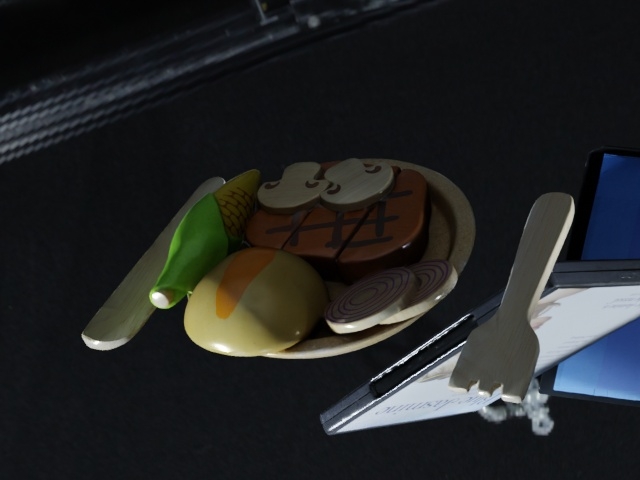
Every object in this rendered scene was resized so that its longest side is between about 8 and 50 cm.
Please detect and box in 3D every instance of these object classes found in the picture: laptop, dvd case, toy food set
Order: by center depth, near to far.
[{"bbox_3d":[0.000,0.000,0.404,0.192,0.038,0.132,3,-138,27],"label":"toy food set"},{"bbox_3d":[0.320,0.072,0.740,0.136,0.234,0.264,-11,-150,-28],"label":"laptop"},{"bbox_3d":[0.138,0.082,0.744,0.253,0.180,0.022,-41,-120,42],"label":"dvd case"}]
